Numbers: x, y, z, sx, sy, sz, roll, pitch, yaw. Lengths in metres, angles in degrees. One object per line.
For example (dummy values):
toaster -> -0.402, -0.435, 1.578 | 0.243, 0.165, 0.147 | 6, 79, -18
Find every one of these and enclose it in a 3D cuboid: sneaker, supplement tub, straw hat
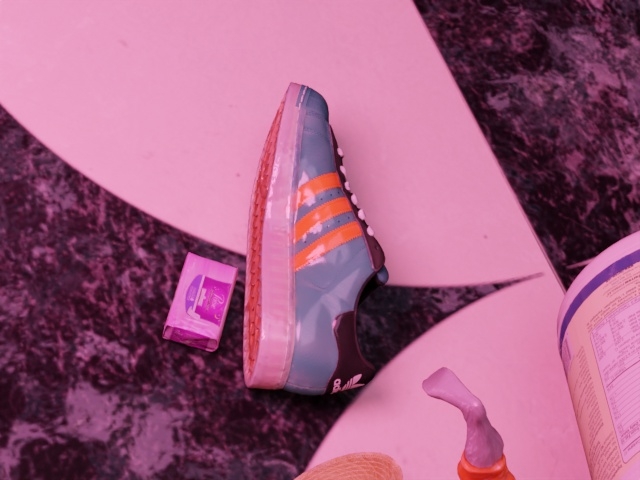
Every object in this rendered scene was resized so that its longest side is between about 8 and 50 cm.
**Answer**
sneaker -> 0.000, 0.000, 1.420 | 0.121, 0.108, 0.302 | 9, 65, -12
supplement tub -> 0.338, 0.164, 1.298 | 0.235, 0.235, 0.325 | 7, 42, -13
straw hat -> 0.014, 0.244, 1.291 | 0.144, 0.144, 0.061 | -42, 115, -32

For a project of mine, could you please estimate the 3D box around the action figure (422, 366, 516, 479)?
action figure -> 0.134, 0.316, 1.199 | 0.330, 0.178, 0.341 | 44, 58, -21

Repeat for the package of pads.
package of pads -> -0.106, 0.055, 1.393 | 0.050, 0.032, 0.083 | 17, 56, -5
